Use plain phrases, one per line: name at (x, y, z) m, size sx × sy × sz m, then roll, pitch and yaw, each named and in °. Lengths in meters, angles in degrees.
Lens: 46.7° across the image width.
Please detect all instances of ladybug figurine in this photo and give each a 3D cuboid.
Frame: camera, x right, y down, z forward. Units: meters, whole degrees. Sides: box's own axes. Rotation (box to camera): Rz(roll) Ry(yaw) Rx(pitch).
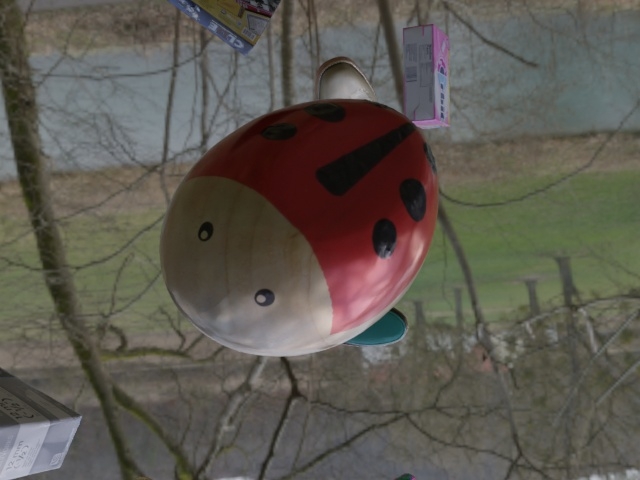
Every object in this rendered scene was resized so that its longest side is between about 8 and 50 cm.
ladybug figurine at (0.005, -0.048, 0.920) m, size 0.449 × 0.305 × 0.162 m, roll -43°, pitch 175°, yaw -42°

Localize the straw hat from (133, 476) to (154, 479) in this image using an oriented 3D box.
straw hat at (-0.342, 0.546, 1.487) m, size 0.144 × 0.061 × 0.144 m, roll 40°, pitch -178°, yaw -1°

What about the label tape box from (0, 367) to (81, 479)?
label tape box at (-0.608, 0.294, 1.225) m, size 0.249 × 0.115 × 0.348 m, roll 24°, pitch 178°, yaw 20°

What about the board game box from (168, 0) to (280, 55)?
board game box at (-0.177, -0.431, 1.175) m, size 0.243 × 0.165 × 0.042 m, roll 34°, pitch 156°, yaw -18°

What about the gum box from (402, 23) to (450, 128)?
gum box at (0.204, -0.315, 1.417) m, size 0.062 × 0.188 × 0.107 m, roll 0°, pitch -179°, yaw 25°

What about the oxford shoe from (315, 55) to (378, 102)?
oxford shoe at (0.098, -0.242, 1.719) m, size 0.141 × 0.146 × 0.397 m, roll -26°, pitch 133°, yaw 2°

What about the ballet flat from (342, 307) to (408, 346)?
ballet flat at (0.025, 0.163, 1.576) m, size 0.316 × 0.107 × 0.106 m, roll 4°, pitch -170°, yaw -3°

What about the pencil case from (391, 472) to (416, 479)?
pencil case at (0.198, 0.574, 1.475) m, size 0.104 × 0.104 × 0.236 m, roll -1°, pitch -156°, yaw -21°
